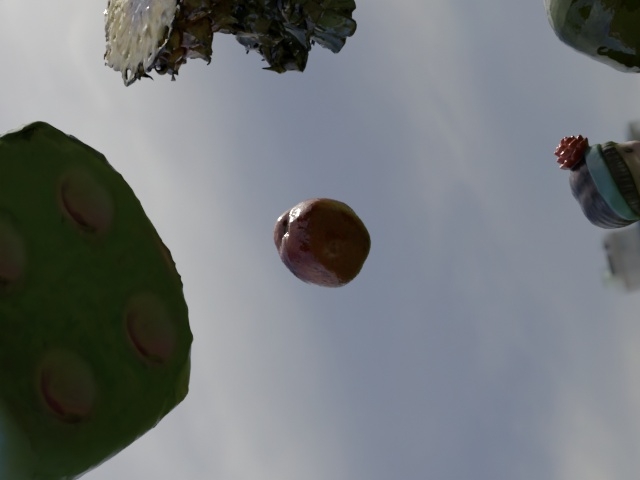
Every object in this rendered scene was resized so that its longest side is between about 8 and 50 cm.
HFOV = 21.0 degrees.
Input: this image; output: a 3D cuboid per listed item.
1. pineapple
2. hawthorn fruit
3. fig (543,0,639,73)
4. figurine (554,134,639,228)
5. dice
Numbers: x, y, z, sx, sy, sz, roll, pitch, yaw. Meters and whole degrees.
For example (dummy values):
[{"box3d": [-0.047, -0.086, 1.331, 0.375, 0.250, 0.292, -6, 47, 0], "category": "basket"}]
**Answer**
[{"box3d": [-0.093, -0.289, 2.079, 0.271, 0.262, 0.262, 10, -122, -29], "category": "pineapple"}, {"box3d": [0.000, 0.000, 2.175, 0.128, 0.128, 0.128, -15, -90, -75], "category": "hawthorn fruit"}, {"box3d": [0.406, -0.344, 2.276, 0.203, 0.203, 0.225, -71, 5, -64], "category": "fig"}, {"box3d": [0.438, -0.093, 2.318, 0.138, 0.245, 0.110, 56, 145, 36], "category": "figurine"}, {"box3d": [-0.340, 0.088, 1.675, 0.330, 0.318, 0.322, -37, -78, -54], "category": "dice"}]
